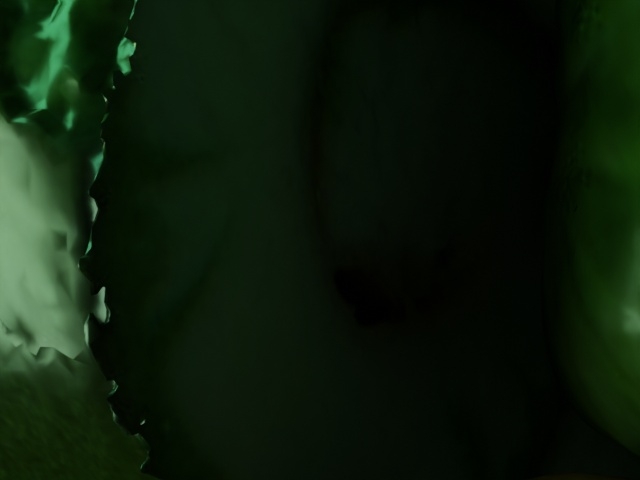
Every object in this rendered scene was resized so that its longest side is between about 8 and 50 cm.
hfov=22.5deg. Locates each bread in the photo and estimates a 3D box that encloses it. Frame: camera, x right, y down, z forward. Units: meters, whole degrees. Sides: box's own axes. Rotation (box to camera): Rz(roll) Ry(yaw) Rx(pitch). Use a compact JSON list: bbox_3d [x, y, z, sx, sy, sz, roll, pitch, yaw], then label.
[{"bbox_3d":[0.000,0.000,0.539,0.366,0.129,0.382,5,-92,-55],"label":"bread"}]

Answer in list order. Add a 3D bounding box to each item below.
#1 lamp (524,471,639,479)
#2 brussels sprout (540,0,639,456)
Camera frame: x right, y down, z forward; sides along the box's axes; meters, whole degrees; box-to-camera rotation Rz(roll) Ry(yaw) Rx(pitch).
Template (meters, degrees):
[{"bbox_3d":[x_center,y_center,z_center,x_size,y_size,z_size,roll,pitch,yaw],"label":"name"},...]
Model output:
[{"bbox_3d":[0.052,0.162,0.353,0.223,0.196,0.223,-13,76,62],"label":"lamp"},{"bbox_3d":[0.162,-0.030,0.467,0.271,0.210,0.219,130,149,-83],"label":"brussels sprout"}]
